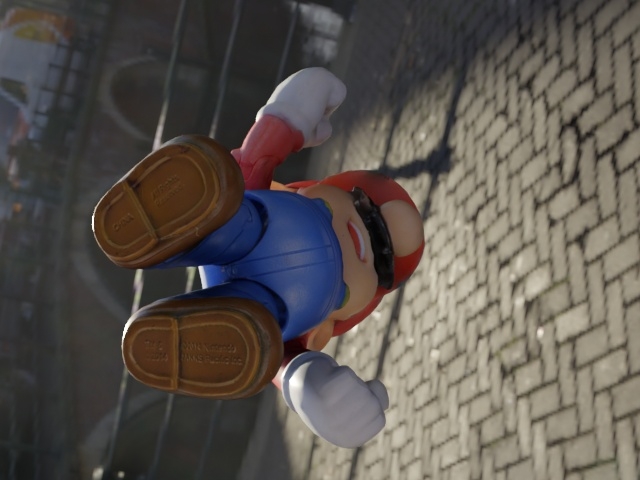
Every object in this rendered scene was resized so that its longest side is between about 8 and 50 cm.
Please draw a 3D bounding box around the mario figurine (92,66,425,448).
[{"bbox_3d":[0.000,0.000,0.682,0.198,0.170,0.320,-70,-15,9],"label":"mario figurine"}]
